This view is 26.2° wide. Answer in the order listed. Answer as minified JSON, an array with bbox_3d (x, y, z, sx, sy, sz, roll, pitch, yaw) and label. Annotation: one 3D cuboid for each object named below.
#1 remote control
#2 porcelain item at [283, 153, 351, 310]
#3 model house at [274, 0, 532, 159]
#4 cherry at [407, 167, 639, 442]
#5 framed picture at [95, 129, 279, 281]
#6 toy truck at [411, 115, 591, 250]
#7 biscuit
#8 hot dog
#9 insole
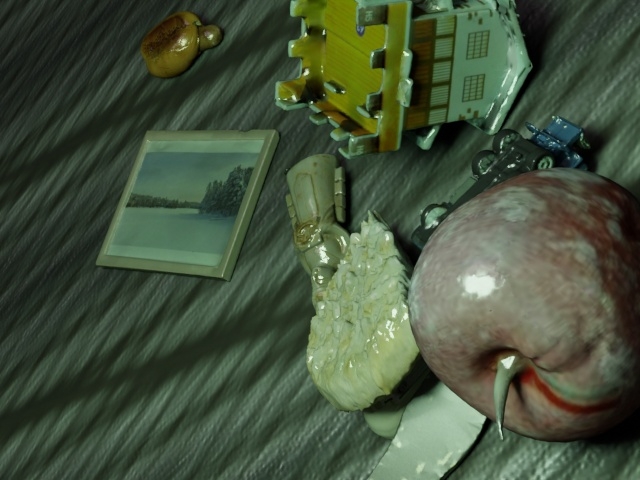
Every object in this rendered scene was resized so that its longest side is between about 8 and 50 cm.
[{"bbox_3d":[0.122,0.115,1.429,0.221,0.042,0.078,-51,40,11],"label":"remote control"},{"bbox_3d":[0.000,0.000,1.617,0.084,0.054,0.213,-32,48,32],"label":"porcelain item"},{"bbox_3d":[0.086,-0.219,1.533,0.224,0.215,0.198,40,136,50],"label":"model house"},{"bbox_3d":[0.195,0.063,1.234,0.213,0.236,0.285,-12,41,43],"label":"cherry"},{"bbox_3d":[-0.185,-0.053,1.868,0.289,0.016,0.213,5,71,47],"label":"framed picture"},{"bbox_3d":[0.188,-0.043,1.396,0.201,0.088,0.074,-45,40,-5],"label":"toy truck"},{"bbox_3d":[0.051,0.086,1.443,0.179,0.084,0.281,-54,16,17],"label":"biscuit"},{"bbox_3d":[-0.204,-0.288,2.001,0.140,0.060,0.090,-34,50,37],"label":"hot dog"},{"bbox_3d":[0.103,0.214,1.391,0.081,0.011,0.248,36,99,22],"label":"insole"}]
